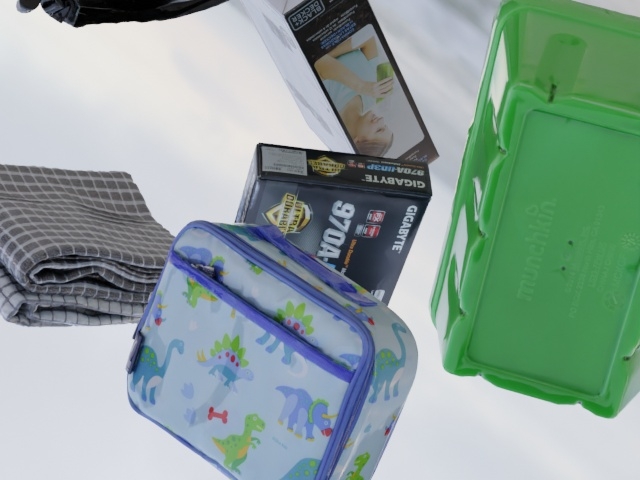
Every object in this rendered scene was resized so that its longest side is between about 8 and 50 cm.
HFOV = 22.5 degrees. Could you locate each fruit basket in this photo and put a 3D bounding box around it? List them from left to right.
[{"bbox_3d":[0.274,-0.046,1.551,0.283,0.392,0.392,15,-179,9],"label":"fruit basket"}]

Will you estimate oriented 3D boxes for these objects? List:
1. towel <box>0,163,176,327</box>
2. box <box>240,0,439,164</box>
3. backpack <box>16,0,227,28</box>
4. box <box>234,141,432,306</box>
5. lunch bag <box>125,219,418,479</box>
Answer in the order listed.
[{"bbox_3d":[-0.296,0.004,1.937,0.283,0.121,0.235,3,-154,-43],"label":"towel"},{"bbox_3d":[0.009,-0.196,1.687,0.169,0.087,0.290,49,172,44],"label":"box"},{"bbox_3d":[-0.123,-0.224,1.081,0.182,0.115,0.152,0,-128,-25],"label":"backpack"},{"bbox_3d":[0.000,0.000,1.629,0.175,0.220,0.051,7,-132,-12],"label":"box"},{"bbox_3d":[-0.041,0.090,1.222,0.219,0.176,0.090,34,-162,33],"label":"lunch bag"}]
